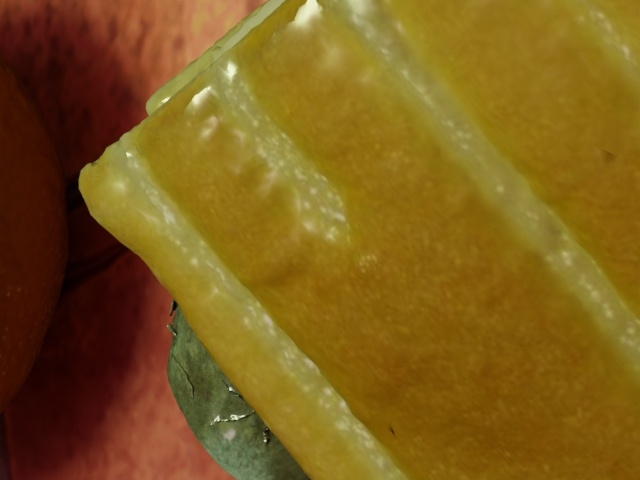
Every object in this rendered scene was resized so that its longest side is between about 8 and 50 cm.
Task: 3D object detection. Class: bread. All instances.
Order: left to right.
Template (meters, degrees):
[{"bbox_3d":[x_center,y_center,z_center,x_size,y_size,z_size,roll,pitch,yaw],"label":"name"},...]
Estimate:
[{"bbox_3d":[0.086,0.003,0.509,0.246,0.111,0.239,51,133,-5],"label":"bread"}]

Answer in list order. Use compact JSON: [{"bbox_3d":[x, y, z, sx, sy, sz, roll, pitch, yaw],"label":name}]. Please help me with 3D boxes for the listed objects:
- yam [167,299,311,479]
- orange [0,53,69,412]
[{"bbox_3d":[0.000,0.000,0.675,0.107,0.107,0.183,33,112,44],"label":"yam"},{"bbox_3d":[-0.257,-0.003,0.825,0.274,0.274,0.274,-6,82,47],"label":"orange"}]
